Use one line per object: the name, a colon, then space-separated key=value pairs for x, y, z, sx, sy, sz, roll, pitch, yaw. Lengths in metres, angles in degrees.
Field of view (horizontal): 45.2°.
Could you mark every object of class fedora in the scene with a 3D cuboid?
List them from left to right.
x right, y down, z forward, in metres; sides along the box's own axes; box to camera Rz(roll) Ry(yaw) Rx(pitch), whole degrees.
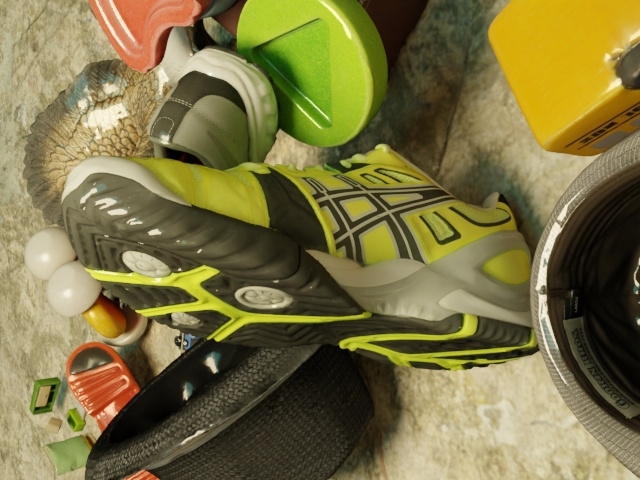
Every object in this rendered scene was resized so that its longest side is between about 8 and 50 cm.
fedora: x=-0.066 y=0.173 z=0.753 sx=0.334 sy=0.334 sz=0.152 roll=-32 pitch=99 yaw=40
fedora: x=0.269 y=0.038 z=0.473 sx=0.275 sy=0.124 sz=0.244 roll=-13 pitch=79 yaw=52

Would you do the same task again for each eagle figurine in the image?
eagle figurine: x=-0.194 y=-0.103 z=0.865 sx=0.225 sy=0.298 sz=0.226 roll=49 pitch=171 yaw=-12

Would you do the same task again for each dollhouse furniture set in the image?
dollhouse furniture set: x=-0.383 y=0.275 z=1.154 sx=0.151 sy=0.076 sz=0.059 roll=40 pitch=118 yaw=38

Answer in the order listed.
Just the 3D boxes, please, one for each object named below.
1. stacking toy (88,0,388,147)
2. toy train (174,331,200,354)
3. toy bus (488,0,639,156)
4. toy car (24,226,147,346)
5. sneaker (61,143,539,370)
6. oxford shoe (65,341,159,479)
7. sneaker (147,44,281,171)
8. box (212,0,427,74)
stacking toy: x=-0.049 y=-0.216 z=0.644 sx=0.309 sy=0.130 sz=0.280 roll=-11 pitch=112 yaw=50
toy train: x=-0.159 y=0.069 z=0.966 sx=0.036 sy=0.027 sz=0.158 roll=11 pitch=98 yaw=33
toy bus: x=0.264 y=-0.179 z=0.471 sx=0.332 sy=0.130 sz=0.108 roll=-34 pitch=66 yaw=39
toy car: x=-0.290 y=0.042 z=1.030 sx=0.136 sy=0.159 sz=0.182 roll=-43 pitch=55 yaw=-4
sneaker: x=0.000 y=0.000 z=0.578 sx=0.145 sy=0.384 sz=0.147 roll=-30 pitch=52 yaw=50
oxford shoe: x=-0.241 y=0.259 z=1.024 sx=0.271 sy=0.096 sz=0.098 roll=62 pitch=172 yaw=12
sneaker: x=-0.088 y=-0.026 z=0.649 sx=0.100 sy=0.108 sz=0.272 roll=20 pitch=143 yaw=24
box: x=-0.060 y=-0.323 z=0.786 sx=0.381 sy=0.143 sz=0.191 roll=42 pitch=119 yaw=34
